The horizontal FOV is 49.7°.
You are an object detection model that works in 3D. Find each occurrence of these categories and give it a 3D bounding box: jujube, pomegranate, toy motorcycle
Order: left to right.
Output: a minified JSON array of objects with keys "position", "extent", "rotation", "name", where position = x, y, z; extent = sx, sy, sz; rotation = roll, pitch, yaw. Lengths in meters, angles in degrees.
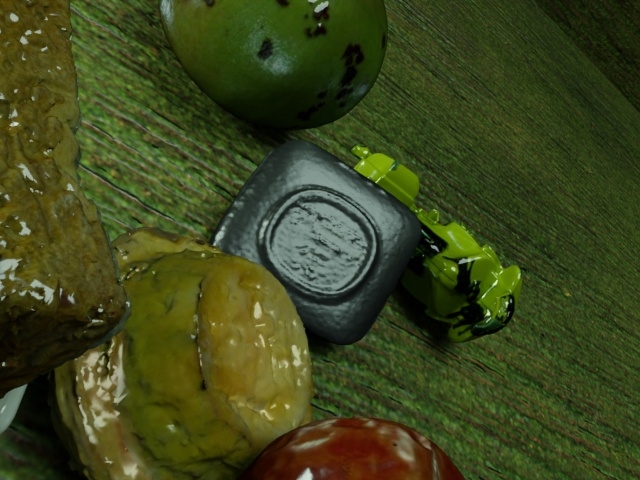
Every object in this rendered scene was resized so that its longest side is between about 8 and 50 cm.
[{"position":[-0.022,-0.276,0.828],"extent":[0.291,0.323,0.291],"rotation":[23,63,-57],"name":"pomegranate"},{"position":[-0.004,0.240,0.483],"extent":[0.190,0.255,0.190],"rotation":[43,14,-13],"name":"jujube"},{"position":[0.145,0.022,0.926],"extent":[0.342,0.142,0.206],"rotation":[36,2,-23],"name":"toy motorcycle"}]

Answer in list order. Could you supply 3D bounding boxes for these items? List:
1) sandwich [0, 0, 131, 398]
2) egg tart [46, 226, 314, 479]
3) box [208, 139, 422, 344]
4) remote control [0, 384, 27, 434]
[{"position":[-0.250,-0.023,0.435],"extent":[0.095,0.249,0.273],"rotation":[20,47,-55],"name":"sandwich"},{"position":[-0.091,0.107,0.591],"extent":[0.288,0.118,0.288],"rotation":[43,34,-40],"name":"egg tart"},{"position":[0.000,0.000,0.776],"extent":[0.212,0.042,0.201],"rotation":[34,72,-12],"name":"box"},{"position":[-0.230,0.067,0.520],"extent":[0.029,0.087,0.190],"rotation":[37,39,-30],"name":"remote control"}]
